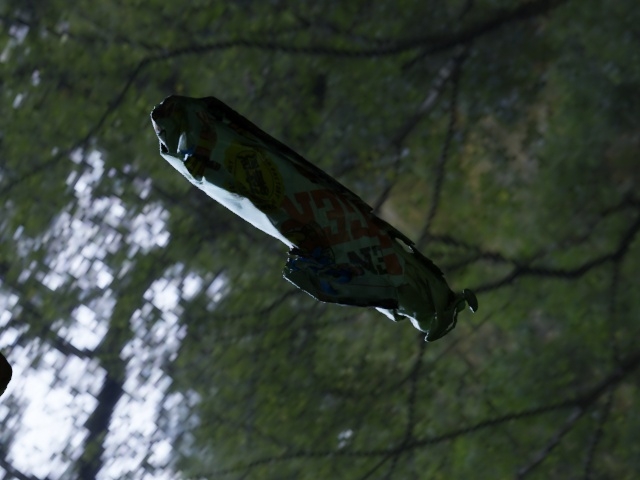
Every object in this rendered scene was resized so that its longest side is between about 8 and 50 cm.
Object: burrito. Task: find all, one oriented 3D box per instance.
[{"bbox_3d":[0.000,0.000,1.267,0.288,0.054,0.104,34,-148,-32],"label":"burrito"}]

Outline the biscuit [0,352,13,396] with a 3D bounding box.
[{"bbox_3d":[-0.309,0.053,1.206,0.215,0.034,0.182,38,-162,-3],"label":"biscuit"}]
